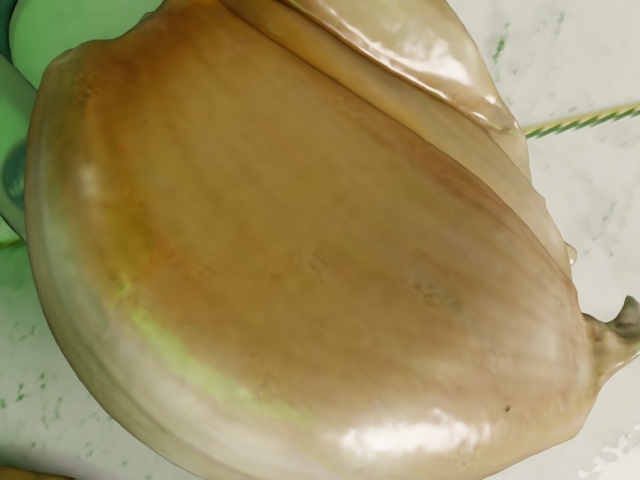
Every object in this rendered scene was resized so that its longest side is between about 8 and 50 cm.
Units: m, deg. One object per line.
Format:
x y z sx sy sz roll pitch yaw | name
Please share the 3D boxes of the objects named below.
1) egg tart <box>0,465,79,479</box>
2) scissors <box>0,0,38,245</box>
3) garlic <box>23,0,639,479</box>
-0.132 0.252 0.502 0.341 0.129 0.341 0 92 -9 | egg tart
-0.114 -0.032 0.543 0.138 0.041 0.289 -41 96 -15 | scissors
0.000 0.000 0.516 0.228 0.110 0.217 43 52 0 | garlic
